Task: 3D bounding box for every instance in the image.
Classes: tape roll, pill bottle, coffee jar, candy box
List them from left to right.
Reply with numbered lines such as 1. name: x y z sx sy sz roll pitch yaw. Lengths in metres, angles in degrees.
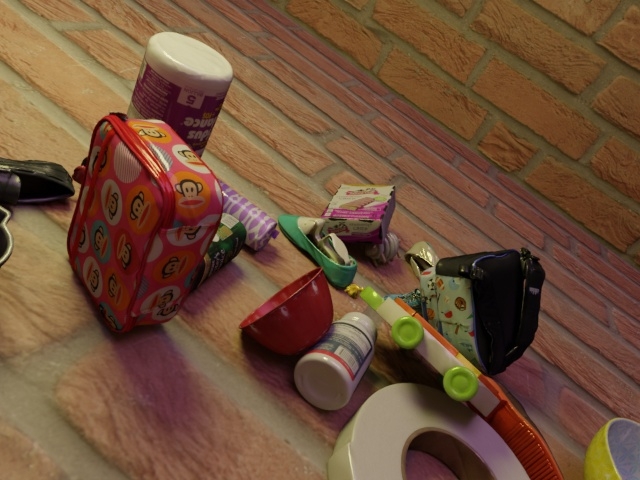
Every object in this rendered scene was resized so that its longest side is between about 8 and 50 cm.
1. pill bottle: -0.305 -0.246 0.997 0.169 0.302 0.169 22 34 -16
2. coffee jar: -0.218 0.023 0.911 0.079 0.096 0.184 34 33 7
3. pill bottle: 0.037 0.208 0.880 0.108 0.108 0.180 38 32 8
4. candy box: 0.105 -0.077 1.288 0.159 0.071 0.233 3 28 15
5. tape roll: 0.197 0.414 0.782 0.391 0.072 0.392 23 34 -17

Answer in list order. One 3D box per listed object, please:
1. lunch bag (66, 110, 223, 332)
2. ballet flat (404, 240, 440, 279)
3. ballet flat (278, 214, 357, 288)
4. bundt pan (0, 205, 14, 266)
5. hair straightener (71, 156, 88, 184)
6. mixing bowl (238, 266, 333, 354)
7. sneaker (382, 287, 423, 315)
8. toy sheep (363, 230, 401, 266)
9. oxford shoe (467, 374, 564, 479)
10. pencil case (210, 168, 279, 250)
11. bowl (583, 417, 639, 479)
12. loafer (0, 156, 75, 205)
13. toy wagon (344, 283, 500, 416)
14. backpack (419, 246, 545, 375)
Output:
1. lunch bag: -0.286 -0.036 0.746 0.120 0.293 0.258 -8 47 -48
2. ballet flat: 0.311 0.107 1.299 0.086 0.086 0.248 -1 44 -42
3. ballet flat: 0.000 0.000 1.143 0.247 0.087 0.083 47 35 20
4. bundt pan: -0.564 0.022 0.580 0.330 0.124 0.331 24 33 -17
5. hair straightener: -0.363 -0.097 0.969 0.230 0.047 0.089 29 31 -21
6. mixing bowl: -0.044 0.138 0.866 0.098 0.181 0.181 55 33 -3
7. sneaker: 0.213 0.138 1.160 0.162 0.073 0.063 2 44 -40
8. toy sheep: 0.164 0.016 1.273 0.132 0.091 0.091 -13 54 -43
9. oxford shoe: 0.406 0.388 0.983 0.098 0.097 0.272 13 37 -39
10. pencil case: -0.191 -0.062 1.068 0.206 0.086 0.088 38 9 5
11. bowl: 0.613 0.513 0.936 0.289 0.156 0.290 23 33 -16
12. loafer: -0.528 -0.097 0.814 0.078 0.076 0.223 41 28 27
13. toy wagon: 0.189 0.193 0.943 0.344 0.068 0.267 44 -2 17
14. backpack: 0.356 0.161 1.106 0.276 0.213 0.264 -7 88 -37
